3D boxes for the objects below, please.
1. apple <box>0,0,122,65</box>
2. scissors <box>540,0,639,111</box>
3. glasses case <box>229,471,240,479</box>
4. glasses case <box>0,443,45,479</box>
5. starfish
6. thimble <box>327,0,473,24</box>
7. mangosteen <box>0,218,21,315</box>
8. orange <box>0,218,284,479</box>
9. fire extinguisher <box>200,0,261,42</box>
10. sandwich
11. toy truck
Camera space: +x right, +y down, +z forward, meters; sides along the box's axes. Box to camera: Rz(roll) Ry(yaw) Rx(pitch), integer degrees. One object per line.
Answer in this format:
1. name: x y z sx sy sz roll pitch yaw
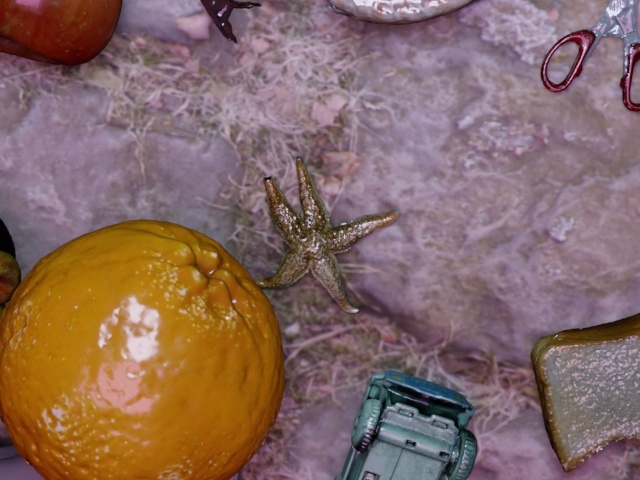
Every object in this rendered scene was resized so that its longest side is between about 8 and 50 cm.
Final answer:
1. apple: -0.316 -0.290 0.952 0.181 0.181 0.168 10 84 1
2. scissors: 0.360 -0.285 0.985 0.144 0.017 0.247 13 105 0
3. glasses case: -0.161 0.359 1.179 0.092 0.059 0.233 4 105 1
4. glasses case: -0.363 0.325 1.174 0.308 0.083 0.128 -13 99 8
5. starfish: 0.000 0.001 1.081 0.217 0.050 0.223 -27 107 3
6. thimble: 0.103 -0.342 0.919 0.229 0.148 0.195 -15 104 6
7. mangosteen: -0.475 0.029 1.033 0.210 0.210 0.209 1 106 4
8. orange: -0.199 0.134 0.976 0.341 0.340 0.293 37 117 -7
9. fire extinguisher: -0.046 -0.390 0.926 0.141 0.105 0.341 39 106 39
10. sandwich: 0.395 0.192 1.091 0.215 0.065 0.186 -12 104 7
11. toy truck: 0.093 0.311 1.098 0.155 0.156 0.278 18 106 -1
